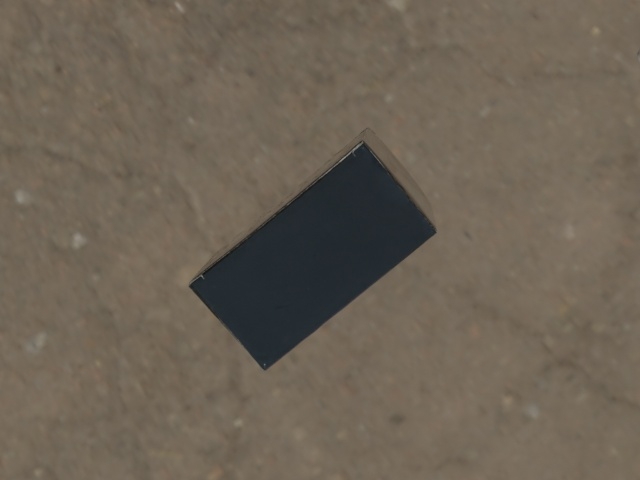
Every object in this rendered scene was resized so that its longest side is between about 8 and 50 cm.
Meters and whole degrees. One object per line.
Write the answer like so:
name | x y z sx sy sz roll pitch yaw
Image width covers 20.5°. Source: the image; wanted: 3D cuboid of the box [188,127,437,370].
box | 0.000 0.000 1.527 0.184 0.261 0.103 -42 93 6

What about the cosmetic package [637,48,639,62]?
cosmetic package | 0.482 -0.096 1.327 0.329 0.393 0.327 -28 89 -1
